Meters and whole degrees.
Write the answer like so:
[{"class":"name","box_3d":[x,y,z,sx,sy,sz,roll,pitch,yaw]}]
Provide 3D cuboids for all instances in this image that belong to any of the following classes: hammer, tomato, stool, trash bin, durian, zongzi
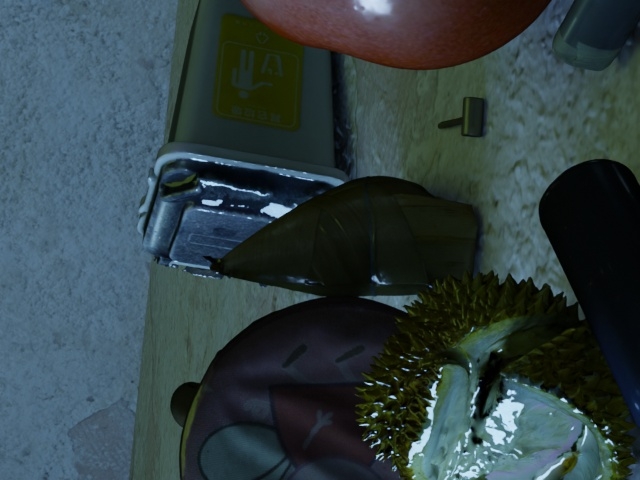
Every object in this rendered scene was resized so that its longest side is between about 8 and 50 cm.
[{"class":"hammer","box_3d":[0.132,-0.114,1.127,0.110,0.019,0.036,-172,86,-80]},{"class":"tomato","box_3d":[0.055,-0.293,0.879,0.321,0.321,0.322,-177,90,-75]},{"class":"stool","box_3d":[0.001,0.184,1.057,0.178,0.272,0.272,175,98,-77]},{"class":"trash bin","box_3d":[-0.103,-0.146,1.591,0.296,0.255,0.368,118,157,-61]},{"class":"durian","box_3d":[0.121,0.116,0.842,0.237,0.193,0.138,-48,19,43]},{"class":"zongzi","box_3d":[0.000,0.000,1.142,0.228,0.256,0.115,-148,52,-73]}]

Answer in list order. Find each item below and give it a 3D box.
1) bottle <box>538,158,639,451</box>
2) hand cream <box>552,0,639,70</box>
[{"class":"bottle","box_3d":[0.200,0.051,0.720,0.082,0.072,0.244,-35,39,17]},{"class":"hand cream","box_3d":[0.218,-0.206,0.747,0.048,0.079,0.255,41,146,14]}]
